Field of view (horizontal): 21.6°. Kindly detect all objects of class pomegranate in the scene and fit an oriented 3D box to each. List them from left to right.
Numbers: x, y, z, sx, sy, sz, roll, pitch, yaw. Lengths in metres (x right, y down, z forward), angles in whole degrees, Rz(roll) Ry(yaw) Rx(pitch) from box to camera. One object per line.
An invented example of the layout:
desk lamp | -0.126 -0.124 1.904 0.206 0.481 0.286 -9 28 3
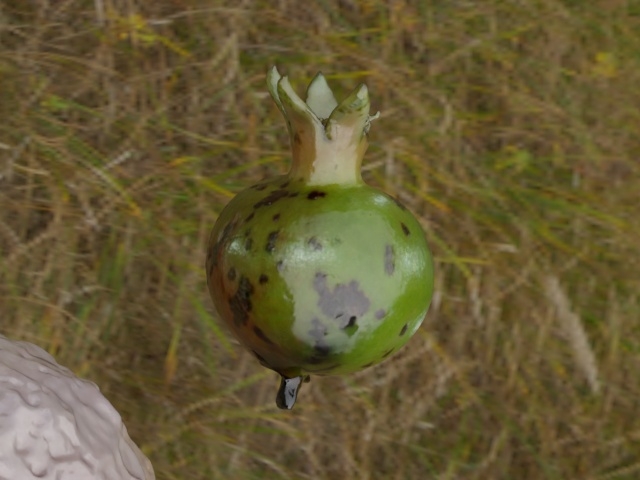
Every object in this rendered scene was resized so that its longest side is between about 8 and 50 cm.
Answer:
pomegranate | -0.007 -0.007 1.122 0.156 0.156 0.220 -25 118 -27

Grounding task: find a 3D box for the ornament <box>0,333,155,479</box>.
ornament | -0.219 0.167 0.970 0.259 0.259 0.225 6 75 -32
